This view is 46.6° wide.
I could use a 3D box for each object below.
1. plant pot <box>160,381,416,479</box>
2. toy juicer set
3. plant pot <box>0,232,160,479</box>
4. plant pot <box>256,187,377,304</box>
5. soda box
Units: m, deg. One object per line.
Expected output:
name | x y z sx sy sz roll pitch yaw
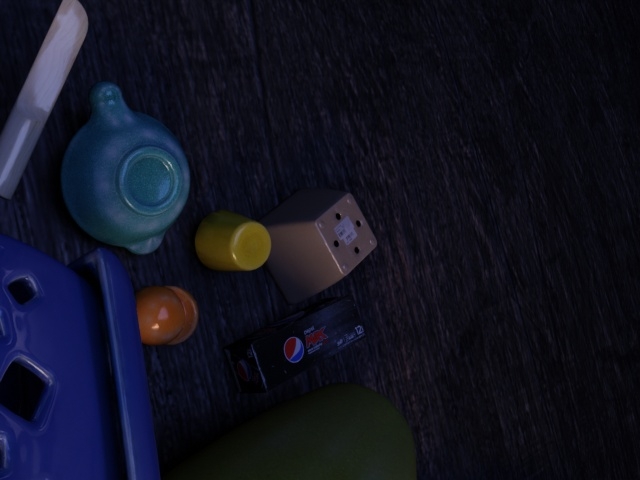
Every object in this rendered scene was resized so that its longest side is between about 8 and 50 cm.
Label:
plant pot | -0.019 0.270 0.717 0.274 0.275 0.293 64 33 -12
toy juicer set | -0.207 -0.034 0.713 0.209 0.090 0.329 -52 125 -22
plant pot | -0.251 0.126 0.517 0.212 0.236 0.235 7 64 -48
plant pot | 0.000 0.000 0.877 0.109 0.096 0.109 -41 109 -40
soda box | -0.026 0.117 0.858 0.169 0.053 0.060 -22 95 -43
